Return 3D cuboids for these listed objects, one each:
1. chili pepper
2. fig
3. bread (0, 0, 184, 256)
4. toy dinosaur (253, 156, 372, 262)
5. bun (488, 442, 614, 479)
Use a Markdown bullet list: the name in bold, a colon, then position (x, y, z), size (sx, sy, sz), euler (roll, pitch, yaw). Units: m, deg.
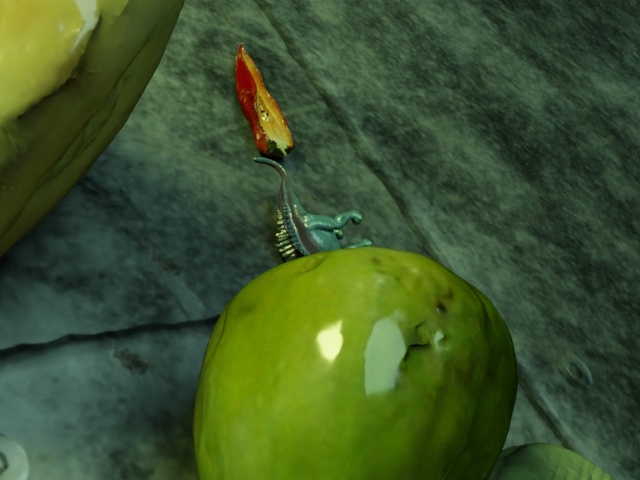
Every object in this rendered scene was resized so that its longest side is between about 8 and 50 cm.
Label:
- **chili pepper**: position (-0.066, -0.143, 1.091), size (0.045, 0.027, 0.178), euler (10, 45, -39)
- **fig**: position (0.028, 0.142, 0.701), size (0.233, 0.233, 0.314), euler (22, 34, -20)
- **bread**: position (-0.304, -0.172, 0.711), size (0.376, 0.253, 0.348), euler (35, 79, -3)
- **toy dinosaur**: position (0.000, 0.000, 0.980), size (0.080, 0.045, 0.197), euler (-19, 73, -39)
- **bun**: position (0.178, 0.254, 0.795), size (0.221, 0.108, 0.221), euler (32, 24, -16)
